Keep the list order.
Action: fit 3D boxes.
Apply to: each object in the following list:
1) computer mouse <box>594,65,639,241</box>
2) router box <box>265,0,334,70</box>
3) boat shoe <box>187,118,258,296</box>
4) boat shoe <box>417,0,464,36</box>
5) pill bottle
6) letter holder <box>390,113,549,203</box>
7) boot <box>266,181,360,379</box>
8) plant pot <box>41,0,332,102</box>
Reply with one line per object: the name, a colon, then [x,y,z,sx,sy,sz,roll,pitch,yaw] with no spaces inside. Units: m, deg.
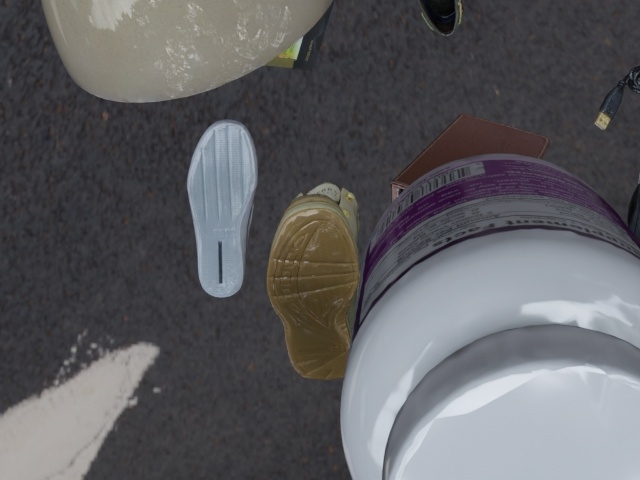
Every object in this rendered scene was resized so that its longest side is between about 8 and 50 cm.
computer mouse: [0.463,-0.126,1.516,0.184,0.060,0.262,22,83,17]
router box: [-0.092,-0.401,1.546,0.243,0.081,0.309,2,129,-20]
boat shoe: [-0.123,-0.045,1.334,0.083,0.076,0.226,6,112,-6]
boat shoe: [0.174,-0.416,1.682,0.081,0.068,0.227,-13,139,16]
pill bottle: [0.096,0.063,0.530,0.169,0.301,0.169,1,105,4]
letter holder: [0.302,-0.096,2.120,0.214,0.302,0.152,17,130,27]
boot: [0.000,0.000,1.189,0.095,0.203,0.262,-3,137,6]
plant pot: [-0.140,-0.288,0.971,0.284,0.284,0.191,-17,134,6]
